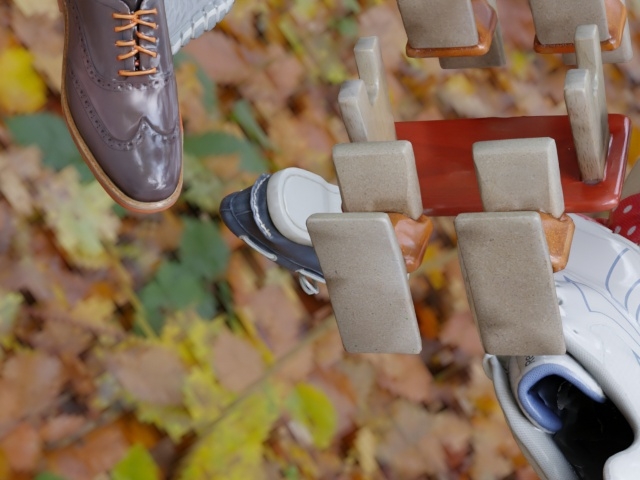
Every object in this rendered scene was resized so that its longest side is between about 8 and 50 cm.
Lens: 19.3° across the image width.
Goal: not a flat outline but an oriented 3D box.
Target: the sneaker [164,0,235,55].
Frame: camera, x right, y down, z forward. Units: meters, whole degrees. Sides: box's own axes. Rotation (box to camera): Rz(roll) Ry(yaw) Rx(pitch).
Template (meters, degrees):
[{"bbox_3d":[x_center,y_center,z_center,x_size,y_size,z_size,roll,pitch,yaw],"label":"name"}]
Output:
[{"bbox_3d":[-0.157,-0.266,1.897,0.229,0.086,0.132,-55,147,-43],"label":"sneaker"}]

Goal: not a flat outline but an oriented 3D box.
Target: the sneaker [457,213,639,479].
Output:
[{"bbox_3d":[0.141,0.063,1.019,0.129,0.111,0.297,32,19,-37],"label":"sneaker"}]

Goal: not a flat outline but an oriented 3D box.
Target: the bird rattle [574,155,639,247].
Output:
[{"bbox_3d":[0.305,-0.014,1.562,0.143,0.207,0.253,33,-13,-23],"label":"bird rattle"}]

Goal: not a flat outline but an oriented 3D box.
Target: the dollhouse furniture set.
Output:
[{"bbox_3d":[0.140,-0.043,0.998,0.262,0.259,0.135,-70,152,-47],"label":"dollhouse furniture set"}]

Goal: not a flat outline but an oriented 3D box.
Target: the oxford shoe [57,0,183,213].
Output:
[{"bbox_3d":[-0.167,-0.157,1.554,0.098,0.097,0.271,135,-58,-67],"label":"oxford shoe"}]

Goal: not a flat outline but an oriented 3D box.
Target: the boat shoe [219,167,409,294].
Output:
[{"bbox_3d":[0.000,0.000,1.775,0.254,0.079,0.095,20,63,-56],"label":"boat shoe"}]
